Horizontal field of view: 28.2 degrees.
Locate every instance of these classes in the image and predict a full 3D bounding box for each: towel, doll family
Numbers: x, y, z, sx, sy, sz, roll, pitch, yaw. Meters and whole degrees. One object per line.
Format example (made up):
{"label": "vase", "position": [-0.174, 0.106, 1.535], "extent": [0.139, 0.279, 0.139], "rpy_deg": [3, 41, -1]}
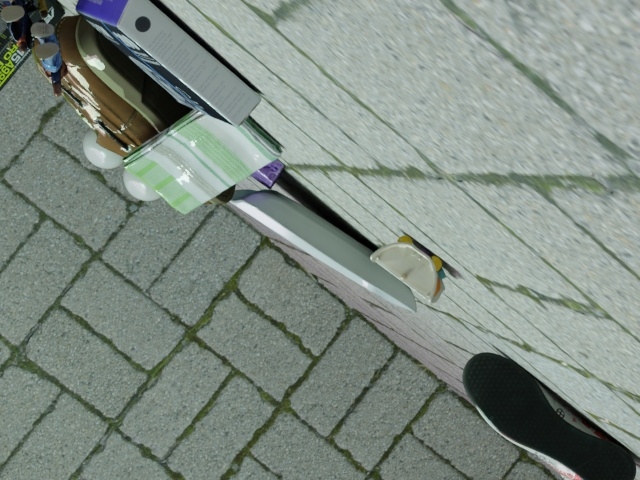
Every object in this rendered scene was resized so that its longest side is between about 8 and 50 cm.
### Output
{"label": "towel", "position": [-0.134, -0.093, 1.449], "extent": [0.113, 0.152, 0.023], "rpy_deg": [42, -151, -34]}
{"label": "doll family", "position": [-0.297, -0.245, 1.321], "extent": [0.076, 0.193, 0.111], "rpy_deg": [1, 171, -11]}

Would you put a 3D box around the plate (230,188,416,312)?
{"label": "plate", "position": [0.000, 0.000, 1.794], "extent": [0.277, 0.045, 0.278], "rpy_deg": [32, 177, -11]}

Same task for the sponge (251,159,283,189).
{"label": "sponge", "position": [-0.137, -0.145, 1.654], "extent": [0.210, 0.031, 0.117], "rpy_deg": [38, 176, 0]}

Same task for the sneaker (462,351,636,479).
{"label": "sneaker", "position": [0.309, 0.262, 1.769], "extent": [0.270, 0.090, 0.145], "rpy_deg": [35, 173, 12]}

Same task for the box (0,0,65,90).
{"label": "box", "position": [-0.539, -0.332, 1.862], "extent": [0.270, 0.216, 0.060], "rpy_deg": [36, 176, 21]}

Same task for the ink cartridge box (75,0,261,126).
{"label": "ink cartridge box", "position": [-0.173, -0.201, 1.242], "extent": [0.208, 0.045, 0.206], "rpy_deg": [42, 176, -25]}

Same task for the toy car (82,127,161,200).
{"label": "toy car", "position": [-0.265, -0.166, 1.985], "extent": [0.182, 0.159, 0.136], "rpy_deg": [39, 140, -3]}

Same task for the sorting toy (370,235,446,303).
{"label": "sorting toy", "position": [0.107, 0.031, 1.373], "extent": [0.083, 0.045, 0.075], "rpy_deg": [37, -177, 22]}

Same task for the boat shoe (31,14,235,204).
{"label": "boat shoe", "position": [-0.212, -0.150, 1.496], "extent": [0.104, 0.110, 0.307], "rpy_deg": [-14, 133, 27]}
